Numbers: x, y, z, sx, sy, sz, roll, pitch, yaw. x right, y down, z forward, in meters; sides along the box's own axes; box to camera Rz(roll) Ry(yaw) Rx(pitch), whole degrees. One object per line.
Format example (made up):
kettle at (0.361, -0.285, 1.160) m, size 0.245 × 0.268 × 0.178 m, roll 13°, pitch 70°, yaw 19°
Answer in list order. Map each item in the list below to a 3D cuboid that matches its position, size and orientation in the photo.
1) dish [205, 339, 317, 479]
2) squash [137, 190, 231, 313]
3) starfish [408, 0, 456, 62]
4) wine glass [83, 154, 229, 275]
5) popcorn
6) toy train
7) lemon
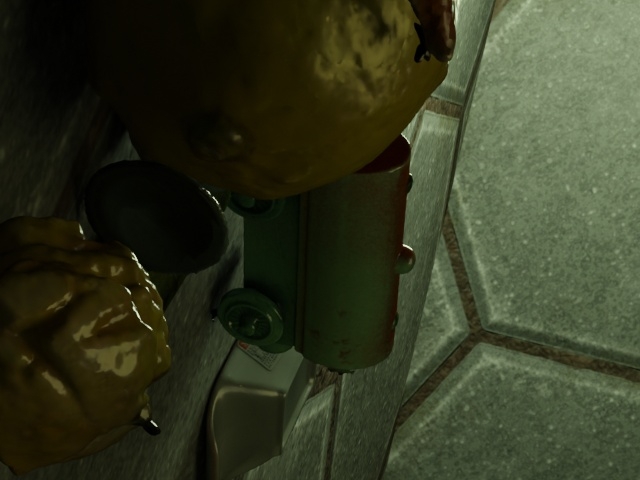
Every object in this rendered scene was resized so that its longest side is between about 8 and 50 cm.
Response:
dish at (-0.058, 0.161, 1.590) m, size 0.234 × 0.064 × 0.154 m, roll -61°, pitch 162°, yaw -48°
squash at (-0.121, 0.008, 1.104) m, size 0.229 × 0.066 × 0.066 m, roll -63°, pitch 163°, yaw -47°
starfish at (-0.049, -0.261, 0.723) m, size 0.383 × 0.132 × 0.398 m, roll 15°, pitch 71°, yaw -43°
wine glass at (-0.079, -0.090, 1.091) m, size 0.231 × 0.103 × 0.103 m, roll -69°, pitch 167°, yaw -44°
popcorn at (-0.152, 0.059, 0.844) m, size 0.148 × 0.152 × 0.167 m, roll -31°, pitch 166°, yaw -34°
toy train at (0.000, 0.000, 1.390) m, size 0.116 × 0.177 × 0.285 m, roll -64°, pitch 163°, yaw -47°
lemon at (-0.028, -0.155, 0.942) m, size 0.233 × 0.233 × 0.288 m, roll 89°, pitch 10°, yaw -52°
